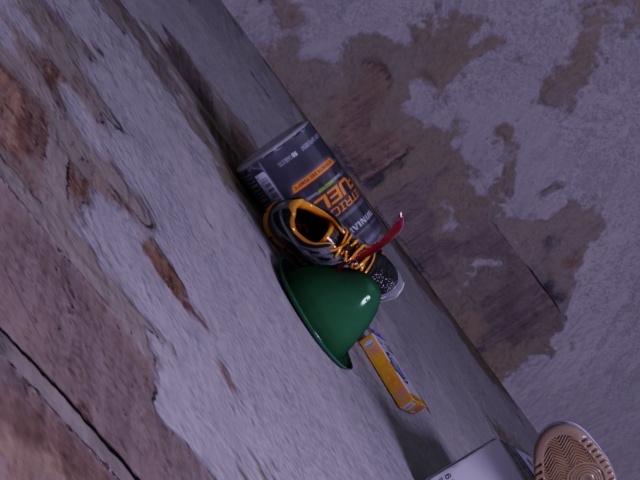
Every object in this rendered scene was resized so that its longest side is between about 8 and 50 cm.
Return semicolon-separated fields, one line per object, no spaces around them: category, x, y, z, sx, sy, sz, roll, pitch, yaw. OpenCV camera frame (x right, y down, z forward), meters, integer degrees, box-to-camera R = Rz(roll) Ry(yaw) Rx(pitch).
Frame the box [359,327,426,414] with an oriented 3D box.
box;0.103;0.192;2.148;0.136;0.028;0.081;56;7;22

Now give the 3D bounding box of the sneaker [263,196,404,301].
sneaker;0.022;0.014;1.962;0.215;0.084;0.083;31;-21;-8

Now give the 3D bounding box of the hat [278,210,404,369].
hat;0.064;0.052;1.885;0.173;0.183;0.208;54;8;-16

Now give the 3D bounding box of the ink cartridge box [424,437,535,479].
ink cartridge box;0.264;0.392;1.936;0.211;0.121;0.289;59;8;20

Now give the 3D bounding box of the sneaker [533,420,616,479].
sneaker;0.347;0.332;1.848;0.282;0.099;0.153;62;13;-13

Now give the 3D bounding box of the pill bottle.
pill bottle;-0.001;-0.038;2.072;0.246;0.130;0.130;55;7;-8
